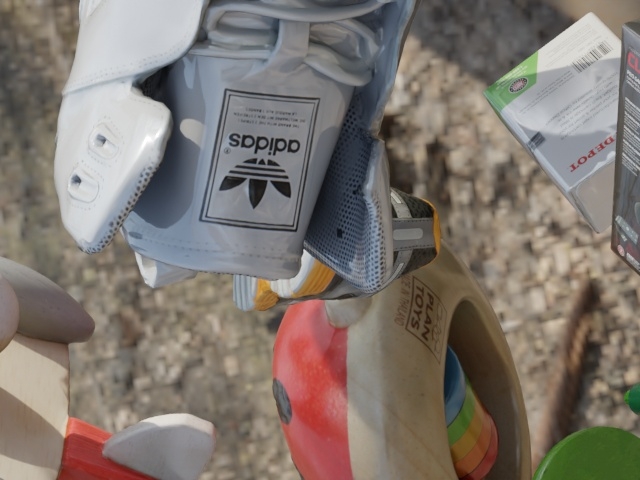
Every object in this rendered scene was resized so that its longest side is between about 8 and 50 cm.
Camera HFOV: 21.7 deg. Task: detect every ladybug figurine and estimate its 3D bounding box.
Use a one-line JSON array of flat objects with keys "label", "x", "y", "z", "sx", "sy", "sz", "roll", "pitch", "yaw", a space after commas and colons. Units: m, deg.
[{"label": "ladybug figurine", "x": 0.076, "y": 0.164, "z": 1.556, "sx": 0.161, "sy": 0.449, "sz": 0.305, "roll": -5, "pitch": 52, "yaw": 22}]

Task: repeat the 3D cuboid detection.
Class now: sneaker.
[{"label": "sneaker", "x": 0.007, "y": -0.097, "z": 0.569, "sx": 0.366, "sy": 0.137, "sz": 0.210, "roll": 162, "pitch": 114, "yaw": -64}, {"label": "sneaker", "x": 0.000, "y": 0.000, "z": 0.931, "sx": 0.215, "sy": 0.083, "sz": 0.084, "roll": -164, "pitch": 72, "yaw": -74}]

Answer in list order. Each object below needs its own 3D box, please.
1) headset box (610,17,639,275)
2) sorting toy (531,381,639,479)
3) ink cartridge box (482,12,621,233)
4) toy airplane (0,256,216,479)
[{"label": "headset box", "x": 0.370, "y": -0.067, "z": 1.504, "sx": 0.218, "sy": 0.110, "sz": 0.293, "roll": 50, "pitch": 152, "yaw": 46}, {"label": "sorting toy", "x": 0.169, "y": 0.219, "z": 1.284, "sx": 0.127, "sy": 0.365, "sz": 0.126, "roll": 55, "pitch": 157, "yaw": -14}, {"label": "ink cartridge box", "x": 0.308, "y": -0.134, "z": 1.879, "sx": 0.092, "sy": 0.160, "sz": 0.219, "roll": 50, "pitch": -174, "yaw": -43}, {"label": "toy airplane", "x": -0.274, "y": 0.147, "z": 1.396, "sx": 0.386, "sy": 0.384, "sz": 0.273, "roll": 28, "pitch": 123, "yaw": 35}]
